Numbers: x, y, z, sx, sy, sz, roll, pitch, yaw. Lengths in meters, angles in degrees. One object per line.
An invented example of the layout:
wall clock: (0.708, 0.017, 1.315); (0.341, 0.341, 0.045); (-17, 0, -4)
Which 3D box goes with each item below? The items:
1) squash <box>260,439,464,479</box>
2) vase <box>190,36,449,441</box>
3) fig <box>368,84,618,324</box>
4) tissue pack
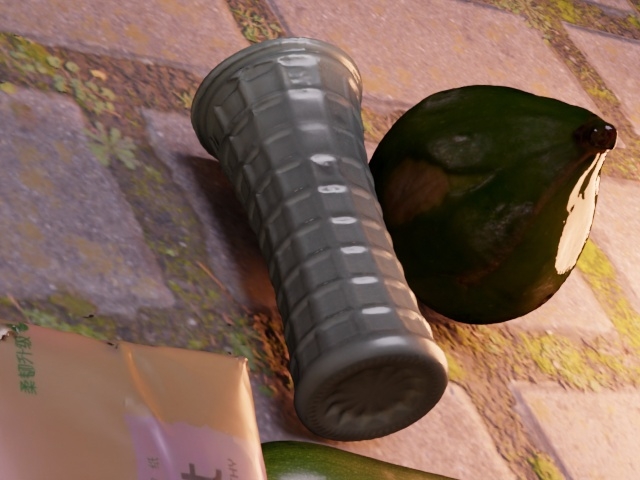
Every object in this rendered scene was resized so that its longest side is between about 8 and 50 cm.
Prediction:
squash: (0.094, 0.205, 1.096); (0.378, 0.101, 0.101); (17, 36, -30)
vase: (0.000, 0.000, 1.243); (0.143, 0.143, 0.299); (14, 41, -33)
fig: (0.151, -0.041, 1.340); (0.195, 0.245, 0.195); (30, 45, -36)
tissue pack: (-0.120, 0.176, 0.891); (0.215, 0.123, 0.257); (12, 51, -32)
